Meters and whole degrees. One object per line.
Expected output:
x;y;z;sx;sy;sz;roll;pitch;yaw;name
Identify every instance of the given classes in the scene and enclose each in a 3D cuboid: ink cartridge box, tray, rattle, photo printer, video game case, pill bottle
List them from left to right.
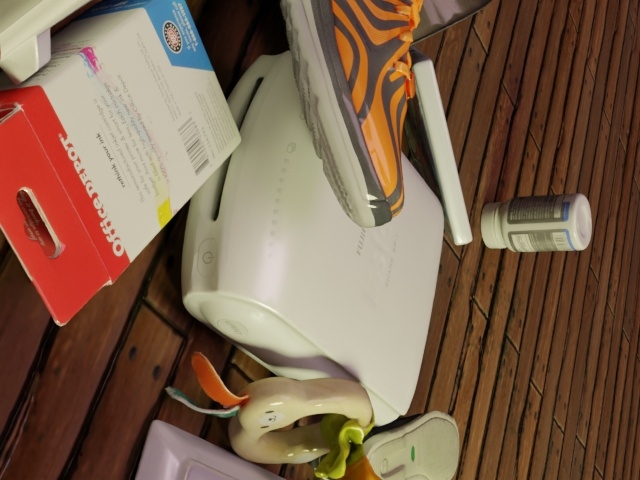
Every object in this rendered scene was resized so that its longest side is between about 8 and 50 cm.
-0.158;-0.063;0.637;0.231;0.078;0.134;-54;133;-45;ink cartridge box
-0.069;0.260;0.801;0.270;0.030;0.145;42;54;-49;tray
-0.030;0.179;0.764;0.199;0.130;0.143;34;49;-54;rattle
0.000;0.000;0.857;0.307;0.107;0.256;45;51;-47;photo printer
0.115;-0.116;1.040;0.183;0.023;0.201;-108;-178;-69;video game case
0.296;-0.023;1.304;0.078;0.137;0.078;4;85;-57;pill bottle

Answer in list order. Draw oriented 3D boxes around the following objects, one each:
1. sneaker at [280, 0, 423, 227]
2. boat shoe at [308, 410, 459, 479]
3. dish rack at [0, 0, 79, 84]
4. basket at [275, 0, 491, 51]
0.063;-0.176;0.721;0.124;0.180;0.321;95;-17;-78;sneaker
0.077;0.219;0.988;0.233;0.079;0.084;9;83;-55;boat shoe
-0.082;-0.211;0.570;0.072;0.285;0.333;54;42;-18;dish rack
0.026;-0.289;0.870;0.154;0.204;0.227;-95;163;-72;basket
